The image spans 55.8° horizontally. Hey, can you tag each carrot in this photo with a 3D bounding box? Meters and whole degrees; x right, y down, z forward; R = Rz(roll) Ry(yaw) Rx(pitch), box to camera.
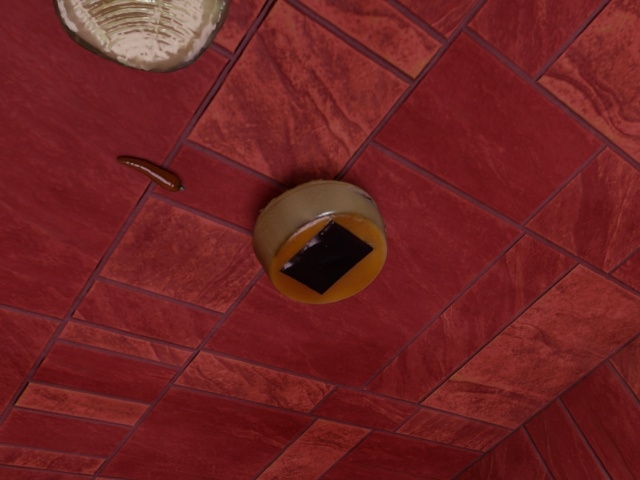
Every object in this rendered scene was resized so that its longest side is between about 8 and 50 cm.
[{"bbox_3d":[-0.329,-0.132,1.187,0.142,0.035,0.035,29,117,-27],"label":"carrot"}]

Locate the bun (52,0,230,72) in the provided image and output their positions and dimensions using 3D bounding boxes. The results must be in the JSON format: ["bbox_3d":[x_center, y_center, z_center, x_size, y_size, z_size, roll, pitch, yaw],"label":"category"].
[{"bbox_3d":[-0.261,-0.385,0.903,0.260,0.152,0.259,-7,119,-12],"label":"bun"}]

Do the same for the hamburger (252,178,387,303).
[{"bbox_3d":[0.000,0.000,1.309,0.301,0.176,0.300,-8,133,-9],"label":"hamburger"}]
